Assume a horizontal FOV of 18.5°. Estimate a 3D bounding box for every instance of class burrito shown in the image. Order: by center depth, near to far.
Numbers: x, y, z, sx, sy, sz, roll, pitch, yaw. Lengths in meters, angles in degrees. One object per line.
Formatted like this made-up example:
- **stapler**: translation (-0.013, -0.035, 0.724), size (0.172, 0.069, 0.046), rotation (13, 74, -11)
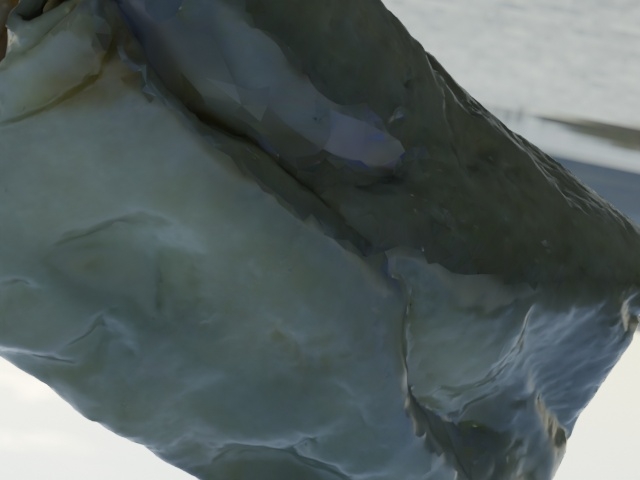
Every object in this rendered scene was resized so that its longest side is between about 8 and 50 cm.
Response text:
- **burrito**: translation (0.002, -0.003, 0.719), size (0.332, 0.190, 0.135), rotation (34, 157, -31)
